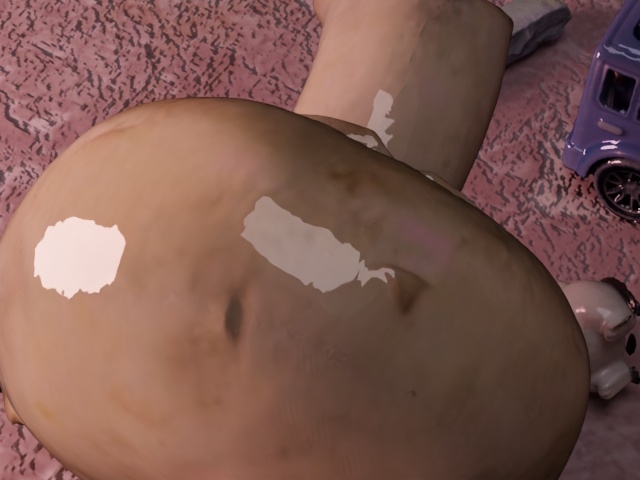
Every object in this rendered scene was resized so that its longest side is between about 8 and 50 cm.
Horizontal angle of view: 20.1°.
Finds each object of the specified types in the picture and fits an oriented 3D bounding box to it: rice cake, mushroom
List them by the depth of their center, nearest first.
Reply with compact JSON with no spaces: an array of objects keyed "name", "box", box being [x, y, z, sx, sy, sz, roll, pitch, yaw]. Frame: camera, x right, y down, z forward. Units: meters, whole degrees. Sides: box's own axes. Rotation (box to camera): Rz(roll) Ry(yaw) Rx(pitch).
[{"name":"mushroom","box":[0.000,0.000,0.931,0.314,0.314,0.336,15,66,9]},{"name":"rice cake","box":[0.097,-0.122,1.229,0.180,0.030,0.042,-29,45,-23]}]

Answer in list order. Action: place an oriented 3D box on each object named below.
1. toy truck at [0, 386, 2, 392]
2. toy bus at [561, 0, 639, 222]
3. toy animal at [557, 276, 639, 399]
[{"name":"toy truck","box":[-0.149,0.073,1.056,0.083,0.039,0.044,6,67,4]},{"name":"toy bus","box":[0.310,-0.057,1.122,0.292,0.133,0.125,24,53,16]},{"name":"toy animal","box":[0.121,0.059,1.058,0.124,0.071,0.085,-15,54,-14]}]
